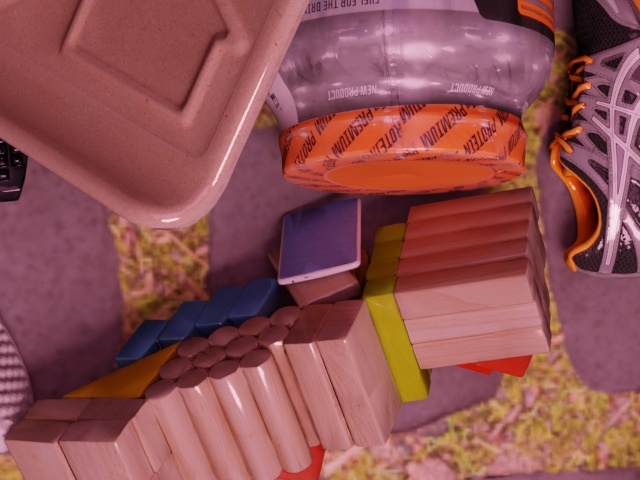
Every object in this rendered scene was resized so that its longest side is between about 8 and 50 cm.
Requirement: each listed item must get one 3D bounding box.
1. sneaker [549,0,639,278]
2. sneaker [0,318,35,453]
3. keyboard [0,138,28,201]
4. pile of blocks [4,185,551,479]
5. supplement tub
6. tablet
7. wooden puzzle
[{"bbox_3d":[0.192,-0.075,1.052,0.083,0.084,0.215,-9,84,-5],"label":"sneaker"},{"bbox_3d":[-0.314,0.051,0.961,0.161,0.102,0.282,-38,106,20],"label":"sneaker"},{"bbox_3d":[-0.282,-0.045,0.996,0.192,0.038,0.100,-6,83,-9],"label":"keyboard"},{"bbox_3d":[-0.011,0.087,0.994,0.362,0.149,0.113,-22,119,-4],"label":"pile of blocks"},{"bbox_3d":[0.049,-0.195,0.988,0.193,0.193,0.316,1,81,-9],"label":"supplement tub"},{"bbox_3d":[0.000,0.000,1.010,0.054,0.083,0.006,-13,120,10],"label":"tablet"},{"bbox_3d":[-0.104,-0.215,0.935,0.322,0.080,0.348,31,96,32],"label":"wooden puzzle"}]
